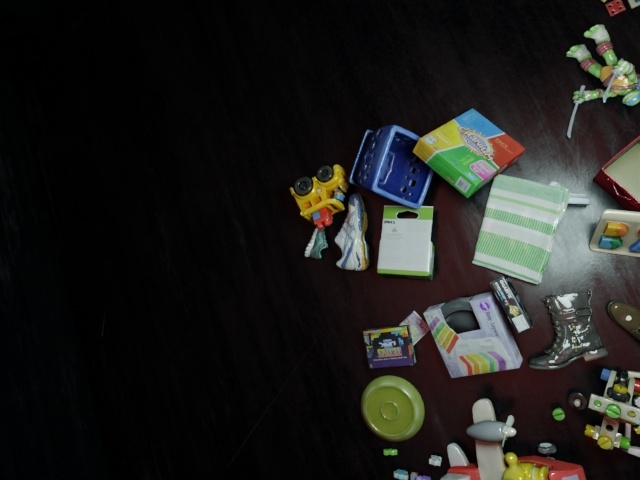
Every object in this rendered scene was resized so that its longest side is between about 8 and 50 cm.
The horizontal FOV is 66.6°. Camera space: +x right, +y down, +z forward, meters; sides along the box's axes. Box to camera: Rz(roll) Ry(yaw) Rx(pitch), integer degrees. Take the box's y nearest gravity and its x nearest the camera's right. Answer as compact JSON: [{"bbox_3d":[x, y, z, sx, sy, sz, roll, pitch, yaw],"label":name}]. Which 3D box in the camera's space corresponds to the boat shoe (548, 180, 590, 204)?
[{"bbox_3d":[0.770,-0.160,1.615,0.227,0.083,0.075,8,90,22],"label":"boat shoe"}]

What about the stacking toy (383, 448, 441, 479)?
[{"bbox_3d":[0.324,0.843,1.731,0.221,0.052,0.166,1,86,22],"label":"stacking toy"}]

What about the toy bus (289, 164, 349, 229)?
[{"bbox_3d":[0.020,-0.151,1.847,0.220,0.149,0.211,-27,62,16],"label":"toy bus"}]

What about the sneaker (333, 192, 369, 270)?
[{"bbox_3d":[0.108,-0.032,1.847,0.131,0.112,0.296,-3,84,21],"label":"sneaker"}]

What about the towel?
[{"bbox_3d":[0.660,-0.041,1.630,0.248,0.038,0.324,20,104,34],"label":"towel"}]

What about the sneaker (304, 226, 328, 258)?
[{"bbox_3d":[0.000,0.000,1.922,0.076,0.065,0.166,24,98,5],"label":"sneaker"}]

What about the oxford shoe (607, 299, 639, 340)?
[{"bbox_3d":[0.990,0.270,1.493,0.227,0.096,0.082,44,104,20],"label":"oxford shoe"}]

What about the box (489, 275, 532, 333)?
[{"bbox_3d":[0.618,0.202,1.574,0.051,0.220,0.175,-30,75,19],"label":"box"}]

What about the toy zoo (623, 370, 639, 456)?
[{"bbox_3d":[1.039,0.559,1.486,0.193,0.030,0.292,3,87,21],"label":"toy zoo"}]

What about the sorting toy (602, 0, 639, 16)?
[{"bbox_3d":[1.048,-0.843,1.578,0.275,0.046,0.132,-20,79,19],"label":"sorting toy"}]

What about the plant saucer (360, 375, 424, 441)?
[{"bbox_3d":[0.256,0.619,1.782,0.241,0.037,0.240,-1,86,20],"label":"plant saucer"}]

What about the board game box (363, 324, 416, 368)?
[{"bbox_3d":[0.251,0.389,1.785,0.171,0.048,0.140,-13,83,25],"label":"board game box"}]

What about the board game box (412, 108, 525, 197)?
[{"bbox_3d":[0.500,-0.301,1.630,0.242,0.317,0.064,45,145,18],"label":"board game box"}]

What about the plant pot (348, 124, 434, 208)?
[{"bbox_3d":[0.246,-0.264,1.731,0.212,0.236,0.235,25,97,58],"label":"plant pot"}]

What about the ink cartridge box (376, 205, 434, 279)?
[{"bbox_3d":[0.318,0.008,1.774,0.189,0.097,0.254,2,76,22],"label":"ink cartridge box"}]

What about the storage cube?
[{"bbox_3d":[0.980,-0.201,1.479,0.215,0.193,0.183,-44,73,14],"label":"storage cube"}]

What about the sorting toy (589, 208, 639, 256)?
[{"bbox_3d":[0.943,-0.012,1.482,0.193,0.208,0.038,8,60,21],"label":"sorting toy"}]

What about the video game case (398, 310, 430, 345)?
[{"bbox_3d":[0.332,0.331,1.787,0.122,0.011,0.087,-47,72,12],"label":"video game case"}]

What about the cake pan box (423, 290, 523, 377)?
[{"bbox_3d":[0.504,0.313,1.627,0.246,0.070,0.266,-20,94,34],"label":"cake pan box"}]

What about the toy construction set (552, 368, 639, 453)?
[{"bbox_3d":[0.879,0.543,1.409,0.309,0.237,0.257,42,106,26],"label":"toy construction set"}]

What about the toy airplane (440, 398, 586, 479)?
[{"bbox_3d":[0.563,0.754,1.527,0.386,0.272,0.384,37,100,19],"label":"toy airplane"}]

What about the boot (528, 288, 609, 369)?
[{"bbox_3d":[0.778,0.290,1.588,0.263,0.091,0.228,-20,74,15],"label":"boot"}]

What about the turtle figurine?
[{"bbox_3d":[0.874,-0.525,1.543,0.275,0.198,0.266,-26,74,14],"label":"turtle figurine"}]
